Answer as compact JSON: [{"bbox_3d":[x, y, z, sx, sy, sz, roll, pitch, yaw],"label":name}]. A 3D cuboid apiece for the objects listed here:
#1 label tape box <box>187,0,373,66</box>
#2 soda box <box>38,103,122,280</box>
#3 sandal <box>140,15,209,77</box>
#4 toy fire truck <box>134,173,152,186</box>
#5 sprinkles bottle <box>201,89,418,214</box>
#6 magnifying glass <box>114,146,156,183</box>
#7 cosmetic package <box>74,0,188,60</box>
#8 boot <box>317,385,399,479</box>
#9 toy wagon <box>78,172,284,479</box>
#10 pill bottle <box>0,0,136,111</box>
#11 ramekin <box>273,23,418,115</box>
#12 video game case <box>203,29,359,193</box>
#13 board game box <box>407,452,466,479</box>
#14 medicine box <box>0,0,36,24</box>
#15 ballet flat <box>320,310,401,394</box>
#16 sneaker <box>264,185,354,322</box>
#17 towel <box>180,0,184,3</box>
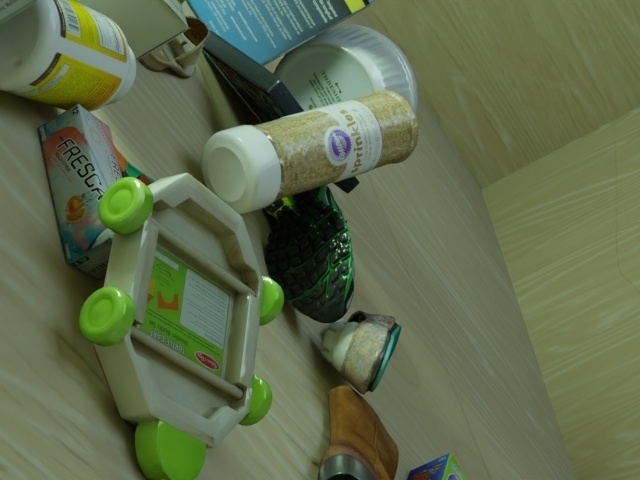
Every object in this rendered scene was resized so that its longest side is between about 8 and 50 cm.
[{"bbox_3d":[-0.058,-0.474,2.062,0.249,0.348,0.115,58,15,-15],"label":"label tape box"},{"bbox_3d":[-0.247,-0.053,1.270,0.063,0.058,0.183,39,27,-56],"label":"soda box"},{"bbox_3d":[-0.205,-0.301,1.797,0.088,0.079,0.240,62,15,-2],"label":"sandal"},{"bbox_3d":[-0.189,0.026,1.341,0.135,0.047,0.192,52,19,-30],"label":"toy fire truck"},{"bbox_3d":[-0.008,-0.137,1.768,0.355,0.121,0.121,-21,82,-43],"label":"sprinkles bottle"},{"bbox_3d":[-0.228,-0.069,1.435,0.231,0.026,0.092,54,17,-35],"label":"magnifying glass"},{"bbox_3d":[-0.293,-0.392,1.572,0.153,0.129,0.296,40,27,-57],"label":"cosmetic package"},{"bbox_3d":[0.086,0.357,1.637,0.264,0.096,0.280,47,12,-9],"label":"boot"},{"bbox_3d":[-0.143,0.106,1.212,0.267,0.068,0.344,40,48,-49],"label":"toy wagon"},{"bbox_3d":[-0.286,-0.205,1.292,0.117,0.117,0.215,65,15,11],"label":"pill bottle"},{"bbox_3d":[0.029,-0.258,2.168,0.272,0.273,0.127,62,28,1],"label":"ramekin"},{"bbox_3d":[-0.071,-0.214,1.968,0.248,0.035,0.275,50,-5,-38],"label":"video game case"},{"bbox_3d":[0.234,0.523,1.806,0.347,0.078,0.233,61,15,-3],"label":"board game box"},{"bbox_3d":[-0.405,-0.367,1.123,0.289,0.149,0.263,47,21,-43],"label":"medicine box"},{"bbox_3d":[0.056,0.163,1.811,0.106,0.107,0.316,21,3,5],"label":"ballet flat"},{"bbox_3d":[0.000,0.000,1.843,0.146,0.134,0.343,50,19,-39],"label":"sneaker"},{"bbox_3d":[-0.242,-0.487,1.744,0.247,0.038,0.325,62,-23,-2],"label":"towel"}]
